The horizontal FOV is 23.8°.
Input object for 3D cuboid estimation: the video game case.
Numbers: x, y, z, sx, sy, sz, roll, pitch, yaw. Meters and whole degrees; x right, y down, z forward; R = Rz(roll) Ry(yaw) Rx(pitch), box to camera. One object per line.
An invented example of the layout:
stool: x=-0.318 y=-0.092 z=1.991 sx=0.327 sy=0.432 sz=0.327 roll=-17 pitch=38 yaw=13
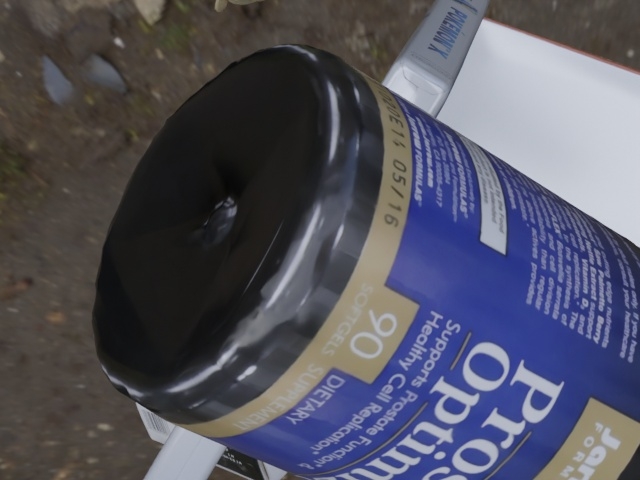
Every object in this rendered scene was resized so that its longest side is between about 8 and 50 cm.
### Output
video game case: x=0.000 y=0.000 z=0.960 sx=0.036 sy=0.300 sz=0.329 roll=31 pitch=111 yaw=-1

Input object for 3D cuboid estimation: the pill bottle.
pill bottle: x=0.045 y=0.035 z=0.508 sx=0.219 sy=0.123 sz=0.123 roll=28 pitch=85 yaw=-32

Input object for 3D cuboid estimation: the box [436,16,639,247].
box: x=0.195 y=-0.083 z=1.300 sx=0.215 sy=0.345 sz=0.168 roll=20 pitch=100 yaw=5

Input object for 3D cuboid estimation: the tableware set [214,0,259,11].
tableware set: x=-0.005 y=-0.220 z=1.008 sx=0.168 sy=0.141 sz=0.020 roll=-25 pitch=58 yaw=-27

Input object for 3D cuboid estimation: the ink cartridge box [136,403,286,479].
ink cartridge box: x=-0.005 y=0.097 z=1.592 sx=0.176 sy=0.069 sz=0.371 roll=15 pitch=43 yaw=40
